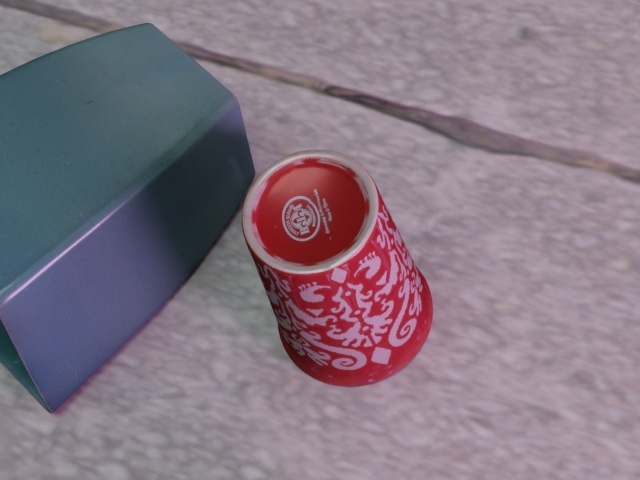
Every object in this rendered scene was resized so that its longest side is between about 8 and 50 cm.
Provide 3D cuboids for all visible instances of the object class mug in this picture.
[{"bbox_3d":[-0.005,0.008,1.173,0.150,0.169,0.113,36,77,25],"label":"mug"}]

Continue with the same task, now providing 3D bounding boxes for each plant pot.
[{"bbox_3d":[-0.171,-0.033,1.242,0.234,0.165,0.165,-39,62,-17],"label":"plant pot"}]
